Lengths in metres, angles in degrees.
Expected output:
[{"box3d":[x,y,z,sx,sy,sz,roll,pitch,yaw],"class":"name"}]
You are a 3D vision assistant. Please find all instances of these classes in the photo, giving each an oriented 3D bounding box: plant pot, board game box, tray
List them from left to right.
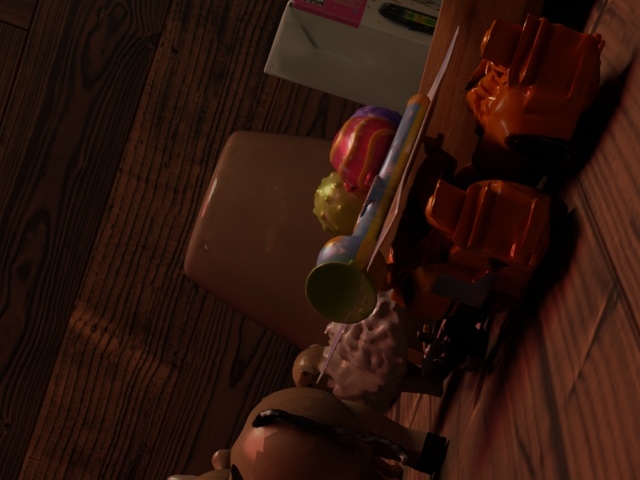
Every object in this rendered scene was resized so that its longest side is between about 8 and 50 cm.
[{"box3d":[0.000,0.000,1.710,0.263,0.229,0.263,-161,90,-90],"class":"plant pot"},{"box3d":[0.084,-0.251,1.916,0.303,0.224,0.097,-74,2,-56],"class":"board game box"},{"box3d":[0.116,-0.130,1.375,0.203,0.076,0.411,-71,-5,-64],"class":"tray"}]

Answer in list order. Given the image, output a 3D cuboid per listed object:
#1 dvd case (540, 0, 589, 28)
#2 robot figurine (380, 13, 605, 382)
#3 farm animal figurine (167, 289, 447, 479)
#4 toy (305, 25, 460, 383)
[{"box3d":[0.205,-0.249,1.299,0.253,0.022,0.180,112,178,-53],"class":"dvd case"},{"box3d":[0.099,-0.027,1.121,0.291,0.085,0.211,115,175,-75],"class":"robot figurine"},{"box3d":[-0.036,0.216,1.263,0.330,0.172,0.327,-72,2,-49],"class":"farm animal figurine"},{"box3d":[0.027,-0.035,1.118,0.237,0.056,0.137,-73,5,-55],"class":"toy"}]
